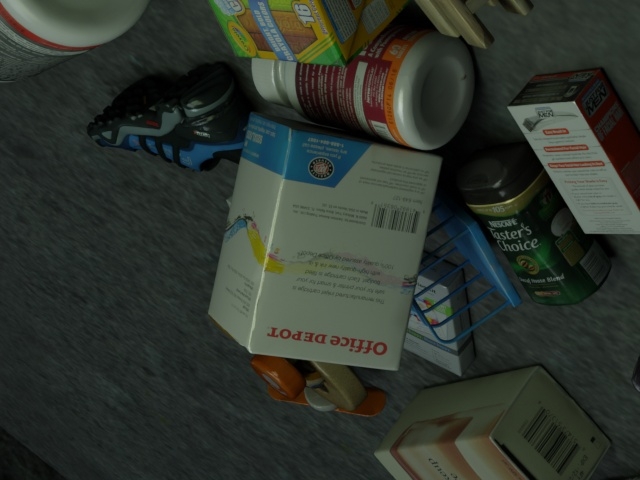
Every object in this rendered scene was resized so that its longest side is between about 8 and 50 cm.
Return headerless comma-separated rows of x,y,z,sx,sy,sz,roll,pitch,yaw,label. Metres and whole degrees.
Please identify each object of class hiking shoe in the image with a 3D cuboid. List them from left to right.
-0.194,-0.135,1.908,0.304,0.113,0.132,-1,130,53,hiking shoe

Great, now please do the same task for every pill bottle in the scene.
-0.363,-0.304,1.774,0.210,0.210,0.363,51,151,-18,pill bottle
0.040,-0.172,1.538,0.221,0.121,0.121,18,145,38,pill bottle

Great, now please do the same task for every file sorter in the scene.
0.126,0.020,1.655,0.118,0.104,0.170,58,178,-28,file sorter

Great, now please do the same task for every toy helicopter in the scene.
-0.048,0.164,2.185,0.355,0.140,0.235,23,158,53,toy helicopter

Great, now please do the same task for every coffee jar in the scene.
0.224,-0.020,1.567,0.096,0.079,0.184,-3,129,55,coffee jar

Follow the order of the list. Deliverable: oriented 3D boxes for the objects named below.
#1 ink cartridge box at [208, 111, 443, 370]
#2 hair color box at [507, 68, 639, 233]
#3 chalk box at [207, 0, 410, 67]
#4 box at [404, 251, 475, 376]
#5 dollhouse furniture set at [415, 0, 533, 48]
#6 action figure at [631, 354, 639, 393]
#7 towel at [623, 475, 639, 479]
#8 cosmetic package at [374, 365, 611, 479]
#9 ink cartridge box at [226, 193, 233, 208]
0.000,0.000,1.560,0.171,0.233,0.168,10,-173,-20,ink cartridge box
0.266,-0.084,1.446,0.093,0.053,0.167,2,134,53,hair color box
-0.035,-0.268,1.482,0.213,0.132,0.132,11,139,45,chalk box
0.122,0.080,1.893,0.145,0.038,0.186,25,148,29,box
0.128,-0.291,1.159,0.161,0.212,0.242,50,179,-18,dollhouse furniture set
0.423,0.110,1.488,0.185,0.099,0.285,48,149,3,action figure
0.407,0.444,1.963,0.235,0.121,0.284,43,153,0,towel
0.219,0.274,1.950,0.153,0.129,0.296,45,153,-10,cosmetic package
-0.025,0.027,1.916,0.153,0.087,0.208,40,158,44,ink cartridge box
